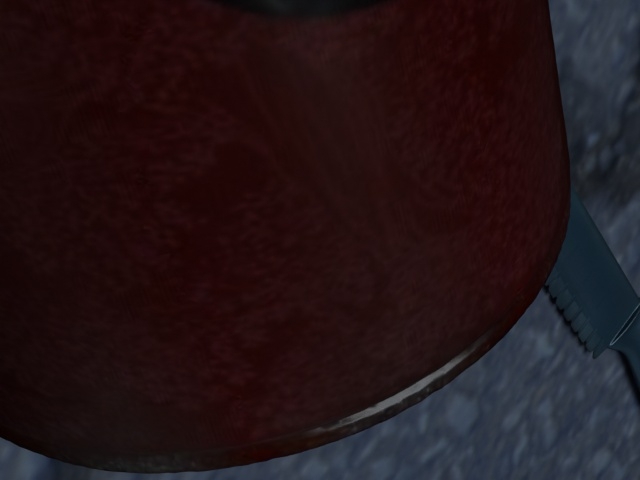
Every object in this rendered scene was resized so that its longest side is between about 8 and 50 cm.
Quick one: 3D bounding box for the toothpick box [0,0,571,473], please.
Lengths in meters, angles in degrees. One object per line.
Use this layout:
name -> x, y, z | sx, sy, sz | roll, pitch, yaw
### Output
toothpick box -> -0.056, -0.129, 0.415 | 0.204, 0.204, 0.333 | -37, 135, -27

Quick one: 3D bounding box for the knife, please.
knife -> 0.147, 0.039, 0.875 | 0.044, 0.019, 0.313 | -50, 137, -10
